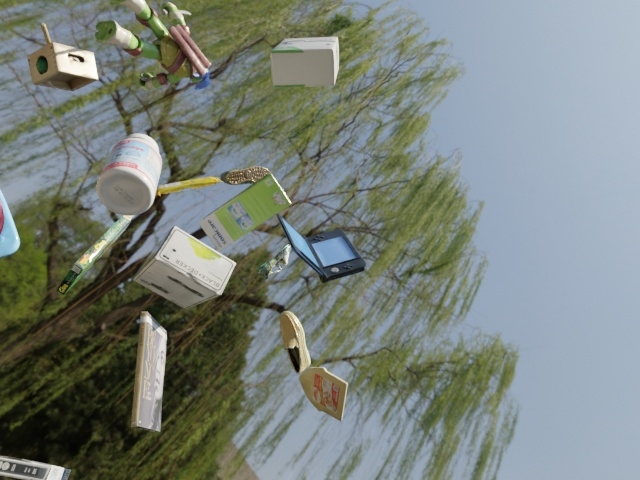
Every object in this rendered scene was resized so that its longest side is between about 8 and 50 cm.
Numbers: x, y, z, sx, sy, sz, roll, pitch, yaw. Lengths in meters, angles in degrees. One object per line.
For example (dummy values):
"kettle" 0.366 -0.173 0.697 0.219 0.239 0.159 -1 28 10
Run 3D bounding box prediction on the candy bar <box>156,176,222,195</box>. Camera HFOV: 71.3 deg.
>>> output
"candy bar" -0.314 -0.132 1.062 0.040 0.161 0.018 39 -42 52

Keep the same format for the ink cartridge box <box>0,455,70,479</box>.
"ink cartridge box" -0.761 0.572 1.120 0.208 0.045 0.206 14 -31 -9

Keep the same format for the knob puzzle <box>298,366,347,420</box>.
"knob puzzle" 0.008 0.522 1.577 0.213 0.030 0.213 15 -64 32

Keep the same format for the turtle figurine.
"turtle figurine" -0.416 -0.483 1.087 0.197 0.266 0.275 -36 -113 14

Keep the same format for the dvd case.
"dvd case" -0.358 0.281 0.944 0.018 0.222 0.165 -4 -26 -6

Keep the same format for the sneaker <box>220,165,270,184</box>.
"sneaker" -0.284 -0.240 1.652 0.086 0.192 0.065 8 -75 45

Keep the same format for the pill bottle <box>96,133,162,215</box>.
"pill bottle" -0.319 -0.120 0.761 0.087 0.160 0.087 -6 -52 -8

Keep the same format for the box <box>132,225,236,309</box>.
"box" -0.341 0.078 1.093 0.169 0.087 0.290 34 -28 -18

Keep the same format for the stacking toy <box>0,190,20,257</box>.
"stacking toy" -0.560 -0.062 0.643 0.301 0.175 0.166 -26 -93 56

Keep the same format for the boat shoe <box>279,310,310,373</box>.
"boat shoe" -0.083 0.310 1.352 0.068 0.072 0.190 -22 -90 25

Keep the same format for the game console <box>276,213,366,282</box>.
"game console" 0.000 0.000 1.607 0.293 0.249 0.174 -121 -162 -56

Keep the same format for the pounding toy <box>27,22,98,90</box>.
"pounding toy" -0.653 -0.451 1.114 0.130 0.141 0.101 -8 -87 28

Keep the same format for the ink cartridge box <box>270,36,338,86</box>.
"ink cartridge box" -0.035 -0.477 1.184 0.160 0.219 0.093 0 -58 5

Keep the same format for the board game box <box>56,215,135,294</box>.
"board game box" -0.599 0.024 1.205 0.030 0.260 0.136 42 -58 -17

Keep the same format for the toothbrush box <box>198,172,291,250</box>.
"toothbrush box" -0.251 -0.104 1.516 0.122 0.283 0.206 55 1 -12

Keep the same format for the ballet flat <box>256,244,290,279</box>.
"ballet flat" -0.171 0.090 1.787 0.070 0.188 0.070 32 -34 26
